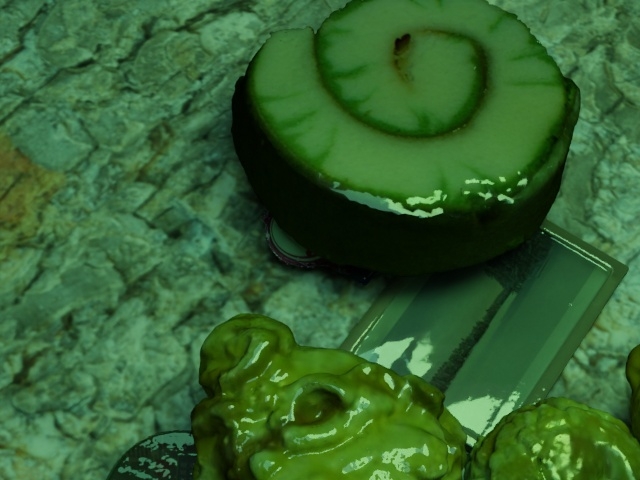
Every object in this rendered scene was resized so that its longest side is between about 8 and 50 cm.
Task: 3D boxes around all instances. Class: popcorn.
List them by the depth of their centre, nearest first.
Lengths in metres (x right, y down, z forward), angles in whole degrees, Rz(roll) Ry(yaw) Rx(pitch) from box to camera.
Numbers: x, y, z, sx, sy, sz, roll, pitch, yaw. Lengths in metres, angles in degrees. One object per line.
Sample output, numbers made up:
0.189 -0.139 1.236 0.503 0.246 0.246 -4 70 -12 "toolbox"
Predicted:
-0.011 0.205 1.328 0.286 0.173 0.225 25 47 8 "popcorn"
0.222 0.261 1.337 0.198 0.212 0.198 2 30 -1 "popcorn"

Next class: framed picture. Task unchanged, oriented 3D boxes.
0.179 0.081 1.518 0.213 0.016 0.289 32 63 13 "framed picture"

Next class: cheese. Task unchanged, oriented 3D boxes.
0.000 0.000 1.536 0.145 0.038 0.095 30 63 13 "cheese"

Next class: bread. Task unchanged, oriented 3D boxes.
0.089 -0.130 1.547 0.382 0.129 0.366 12 51 3 "bread"

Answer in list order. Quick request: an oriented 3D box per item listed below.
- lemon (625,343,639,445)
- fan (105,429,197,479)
0.443 0.173 1.358 0.260 0.260 0.284 -38 74 -22 "lemon"
-0.095 0.276 1.391 0.294 0.012 0.223 -23 63 -17 "fan"
